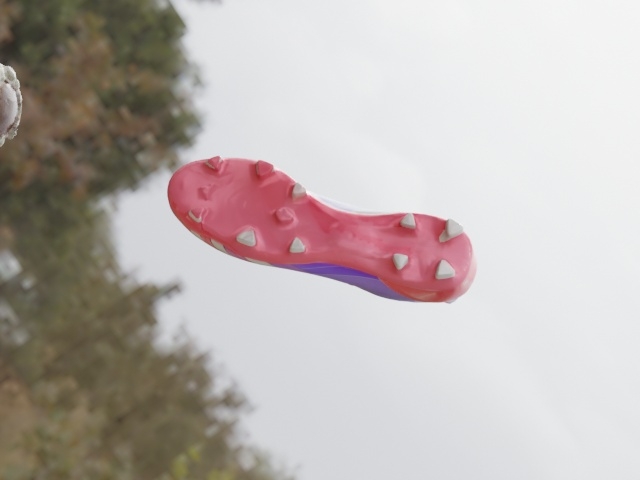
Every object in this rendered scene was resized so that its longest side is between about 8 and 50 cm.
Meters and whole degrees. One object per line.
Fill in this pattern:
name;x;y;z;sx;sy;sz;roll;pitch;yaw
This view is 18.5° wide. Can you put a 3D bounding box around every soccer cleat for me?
soccer cleat;0.000;0.000;1.536;0.248;0.083;0.095;13;-23;5

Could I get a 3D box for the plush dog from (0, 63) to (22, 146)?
plush dog;-0.428;-0.094;1.743;0.210;0.262;0.225;43;22;31
